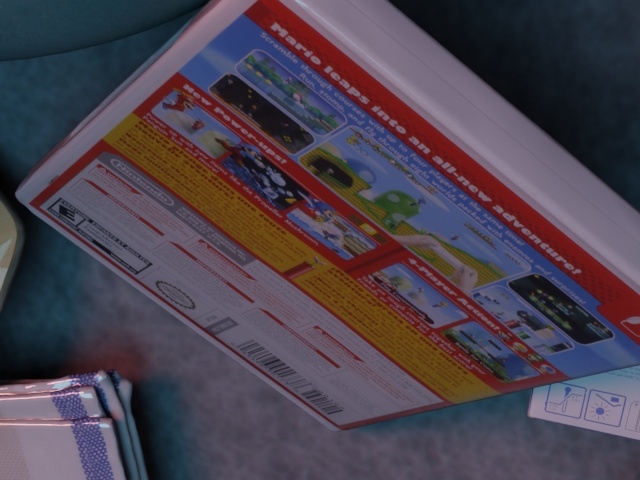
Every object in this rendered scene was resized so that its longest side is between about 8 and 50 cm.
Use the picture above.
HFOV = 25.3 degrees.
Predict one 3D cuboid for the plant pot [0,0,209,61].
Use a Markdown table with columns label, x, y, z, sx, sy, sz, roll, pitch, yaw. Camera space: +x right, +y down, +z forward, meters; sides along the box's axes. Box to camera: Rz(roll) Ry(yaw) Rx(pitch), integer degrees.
| label | x | y | z | sx | sy | sz | roll | pitch | yaw |
| --- | --- | --- | --- | --- | --- | --- | --- | --- | --- |
| plant pot | -0.070 | -0.202 | 0.508 | 0.196 | 0.293 | 0.293 | 0 | 114 | -15 |

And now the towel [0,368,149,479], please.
| label | x | y | z | sx | sy | sz | roll | pitch | yaw |
| --- | --- | --- | --- | --- | --- | --- | --- | --- | --- |
| towel | -0.219 | 0.167 | 0.786 | 0.285 | 0.034 | 0.209 | -4 | 113 | 15 |

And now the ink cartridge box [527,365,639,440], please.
| label | x | y | z | sx | sy | sz | roll | pitch | yaw |
| --- | --- | --- | --- | --- | --- | --- | --- | --- | --- |
| ink cartridge box | 0.200 | 0.059 | 0.627 | 0.207 | 0.097 | 0.046 | 12 | 115 | 9 |

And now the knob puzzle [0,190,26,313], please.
| label | x | y | z | sx | sy | sz | roll | pitch | yaw |
| --- | --- | --- | --- | --- | --- | --- | --- | --- | --- |
| knob puzzle | -0.234 | 0.013 | 0.729 | 0.213 | 0.030 | 0.213 | -1 | 88 | 17 |

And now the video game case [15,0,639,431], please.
| label | x | y | z | sx | sy | sz | roll | pitch | yaw |
| --- | --- | --- | --- | --- | --- | --- | --- | --- | --- |
| video game case | 0.000 | 0.000 | 0.583 | 0.204 | 0.025 | 0.285 | 38 | 154 | -15 |
